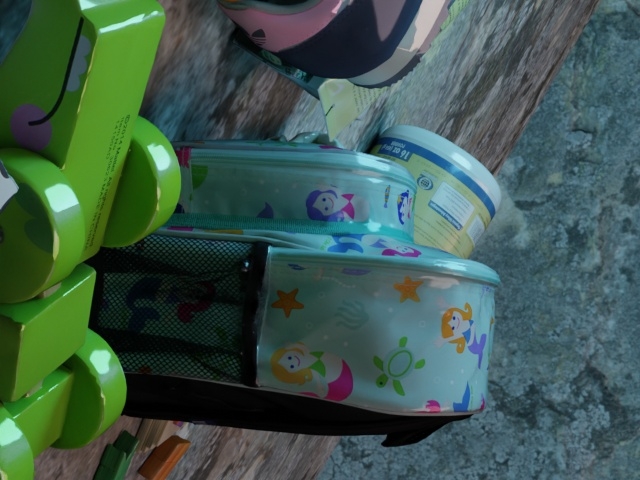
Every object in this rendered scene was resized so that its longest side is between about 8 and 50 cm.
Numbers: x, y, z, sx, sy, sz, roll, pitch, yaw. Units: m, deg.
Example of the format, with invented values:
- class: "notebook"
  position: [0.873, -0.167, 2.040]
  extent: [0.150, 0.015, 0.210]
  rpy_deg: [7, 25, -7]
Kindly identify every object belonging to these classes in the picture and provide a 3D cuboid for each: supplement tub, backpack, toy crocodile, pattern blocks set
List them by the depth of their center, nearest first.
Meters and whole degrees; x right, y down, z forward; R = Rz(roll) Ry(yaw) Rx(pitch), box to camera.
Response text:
- class: "toy crocodile"
  position: [-0.150, 0.025, 0.682]
  extent: [0.115, 0.105, 0.340]
  rpy_deg: [-41, 153, -58]
- class: "backpack"
  position: [-0.014, 0.037, 0.888]
  extent: [0.225, 0.254, 0.191]
  rpy_deg: [25, 76, -78]
- class: "pattern blocks set"
  position: [-0.095, 0.105, 1.278]
  extent: [0.325, 0.026, 0.285]
  rpy_deg: [-45, 162, -50]
- class: "supplement tub"
  position: [0.077, -0.001, 1.449]
  extent: [0.199, 0.144, 0.144]
  rpy_deg: [-57, 169, -13]

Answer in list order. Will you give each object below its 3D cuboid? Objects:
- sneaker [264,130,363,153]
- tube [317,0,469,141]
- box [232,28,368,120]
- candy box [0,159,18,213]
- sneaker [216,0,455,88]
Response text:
- class: "sneaker"
  position: [0.000, 0.000, 1.150]
  extent: [0.292, 0.108, 0.169]
  rpy_deg: [46, 54, -86]
- class: "tube"
  position: [0.075, -0.174, 0.959]
  extent: [0.240, 0.062, 0.070]
  rpy_deg: [-52, 124, -10]
- class: "box"
  position: [0.067, -0.246, 1.003]
  extent: [0.322, 0.058, 0.232]
  rpy_deg: [-61, 169, 4]
- class: "candy box"
  position: [-0.199, 0.009, 0.469]
  extent: [0.196, 0.070, 0.165]
  rpy_deg: [-55, 168, -18]
- class: "sneaker"
  position: [0.039, -0.244, 0.795]
  extent: [0.131, 0.112, 0.319]
  rpy_deg: [8, 103, -44]
